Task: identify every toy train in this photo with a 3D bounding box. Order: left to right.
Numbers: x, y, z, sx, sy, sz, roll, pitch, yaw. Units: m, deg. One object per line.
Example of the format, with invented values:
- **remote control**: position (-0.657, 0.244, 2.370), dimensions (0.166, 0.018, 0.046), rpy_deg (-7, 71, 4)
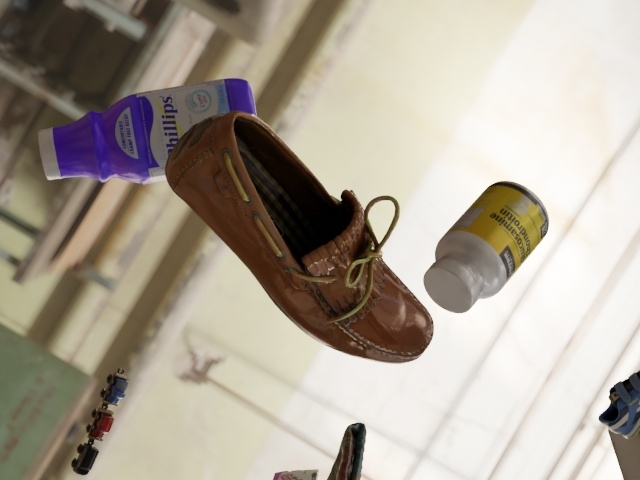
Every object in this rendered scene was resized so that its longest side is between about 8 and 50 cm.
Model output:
- **toy train**: position (-0.305, 0.253, 2.017), dimensions (0.036, 0.027, 0.158), rpy_deg (22, -91, 59)

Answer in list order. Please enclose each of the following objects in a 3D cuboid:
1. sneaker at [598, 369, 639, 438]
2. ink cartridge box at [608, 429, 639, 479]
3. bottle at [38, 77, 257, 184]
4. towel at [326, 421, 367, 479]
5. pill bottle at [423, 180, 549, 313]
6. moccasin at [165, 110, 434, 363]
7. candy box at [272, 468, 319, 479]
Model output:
- **sneaker**: position (0.458, 0.225, 2.122), dimensions (0.053, 0.059, 0.144), rpy_deg (-100, -148, -66)
- **ink cartridge box**: position (0.566, 0.330, 2.191), dimensions (0.160, 0.219, 0.093), rpy_deg (-98, -158, -51)
- **bottle**: position (-0.220, -0.134, 1.882), dimensions (0.092, 0.282, 0.118), rpy_deg (103, -23, -80)
- **towel**: position (-0.023, 0.430, 1.724), dimensions (0.271, 0.040, 0.370), rpy_deg (-79, -173, -57)
- **pill bottle**: position (0.213, 0.011, 1.885), dimensions (0.184, 0.103, 0.103), rpy_deg (-46, 174, -35)
- **moccasin**: position (0.001, -0.002, 1.626), dimensions (0.147, 0.380, 0.139), rpy_deg (-21, -154, 44)
- **candy box**: position (-0.029, 0.462, 2.074), dimensions (0.159, 0.071, 0.233), rpy_deg (-58, 143, -82)
